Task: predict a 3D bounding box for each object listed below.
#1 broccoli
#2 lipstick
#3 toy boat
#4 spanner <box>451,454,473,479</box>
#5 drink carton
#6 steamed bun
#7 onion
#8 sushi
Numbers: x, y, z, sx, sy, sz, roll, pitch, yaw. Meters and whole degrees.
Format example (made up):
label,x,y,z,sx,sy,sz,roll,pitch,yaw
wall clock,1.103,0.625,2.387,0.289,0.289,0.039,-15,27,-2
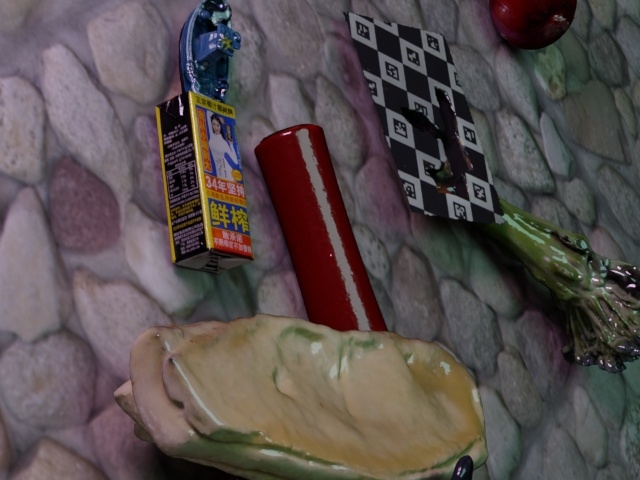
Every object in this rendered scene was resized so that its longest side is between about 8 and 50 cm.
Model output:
label,x,y,z,sx,sy,sz,roll,pitch,yaw
broccoli,0.300,0.037,1.728,0.304,0.165,0.145,40,75,-12
lipstick,0.000,0.000,1.414,0.080,0.080,0.241,-9,79,-52
toy boat,-0.111,-0.196,1.397,0.060,0.061,0.137,29,50,-39
spanner,0.129,0.292,1.312,0.087,0.024,0.316,-60,161,-28
drink carton,-0.114,-0.056,1.326,0.071,0.056,0.165,19,57,-54
steamed bun,-0.007,0.214,1.243,0.428,0.189,0.247,6,45,-49
onion,0.302,-0.331,1.917,0.131,0.131,0.131,27,52,-40
sushi,0.118,-0.137,1.655,0.192,0.043,0.279,4,60,-45
